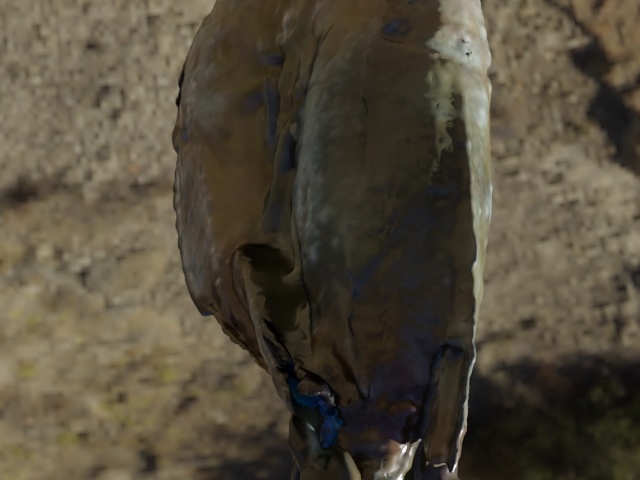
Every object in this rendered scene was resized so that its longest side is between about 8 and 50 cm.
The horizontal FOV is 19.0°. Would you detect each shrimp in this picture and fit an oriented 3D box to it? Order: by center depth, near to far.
[{"bbox_3d":[0.000,0.000,0.980,0.221,0.446,0.110,-29,140,34],"label":"shrimp"}]
